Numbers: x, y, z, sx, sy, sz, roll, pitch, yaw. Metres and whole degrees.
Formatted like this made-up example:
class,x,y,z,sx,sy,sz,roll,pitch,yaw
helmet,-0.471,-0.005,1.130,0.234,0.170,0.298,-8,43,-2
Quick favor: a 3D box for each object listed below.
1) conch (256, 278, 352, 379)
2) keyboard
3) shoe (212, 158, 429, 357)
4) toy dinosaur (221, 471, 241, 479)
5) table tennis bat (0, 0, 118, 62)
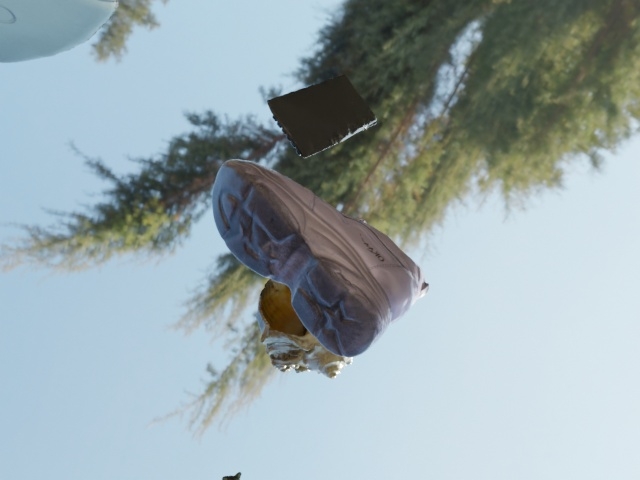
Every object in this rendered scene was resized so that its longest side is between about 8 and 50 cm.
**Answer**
class,x,y,z,sx,sy,sz,roll,pitch,yaw
conch,-0.031,0.149,1.556,0.178,0.163,0.245,31,-152,-42
keyboard,0.005,-0.142,0.985,0.074,0.015,0.196,51,-148,2
shoe,0.000,0.000,0.882,0.245,0.095,0.137,46,-143,20
toy dinosaur,-0.061,0.429,1.092,0.120,0.079,0.292,-1,-119,-36
table tennis bat,-0.141,-0.134,0.325,0.173,0.301,0.022,23,-111,-34
